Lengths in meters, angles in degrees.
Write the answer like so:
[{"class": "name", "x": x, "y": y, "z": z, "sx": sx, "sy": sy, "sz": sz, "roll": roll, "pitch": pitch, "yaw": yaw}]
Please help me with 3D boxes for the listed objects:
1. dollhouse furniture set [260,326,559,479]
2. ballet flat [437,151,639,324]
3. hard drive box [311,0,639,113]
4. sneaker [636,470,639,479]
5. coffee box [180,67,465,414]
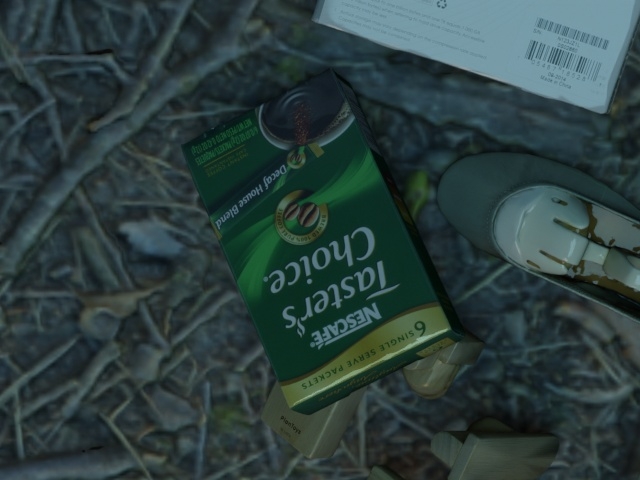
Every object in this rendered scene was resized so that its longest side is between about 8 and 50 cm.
[{"class": "dollhouse furniture set", "x": 0.066, "y": 0.117, "z": 1.003, "sx": 0.151, "sy": 0.123, "sz": 0.144, "roll": 34, "pitch": 106, "yaw": 35}, {"class": "ballet flat", "x": 0.171, "y": 0.005, "z": 0.946, "sx": 0.213, "sy": 0.068, "sz": 0.072, "roll": 24, "pitch": 103, "yaw": 1}, {"class": "hard drive box", "x": 0.116, "y": -0.212, "z": 0.895, "sx": 0.181, "sy": 0.089, "sz": 0.232, "roll": 19, "pitch": 104, "yaw": 2}, {"class": "sneaker", "x": 0.308, "y": 0.128, "z": 0.945, "sx": 0.262, "sy": 0.121, "sz": 0.099, "roll": -24, "pitch": 141, "yaw": -8}, {"class": "coffee box", "x": 0.000, "y": 0.000, "z": 0.942, "sx": 0.113, "sy": 0.040, "sz": 0.184, "roll": -26, "pitch": 73, "yaw": 11}]
